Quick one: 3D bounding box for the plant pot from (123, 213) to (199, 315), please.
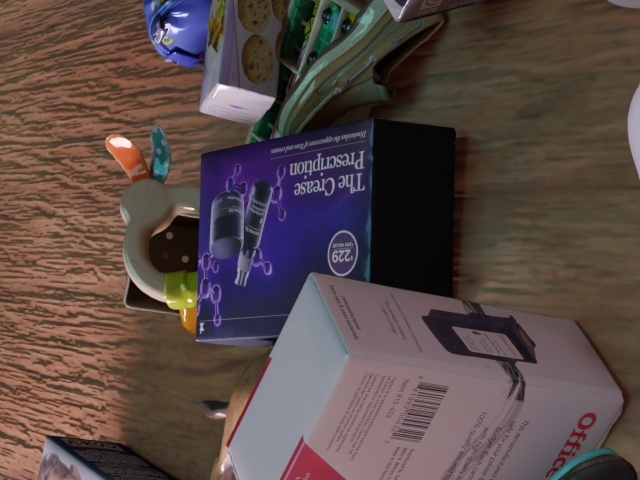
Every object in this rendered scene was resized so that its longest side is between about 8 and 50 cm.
[{"bbox_3d":[-0.159,0.021,1.863,0.096,0.109,0.109,-160,81,-74],"label":"plant pot"}]

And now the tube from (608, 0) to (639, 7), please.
[{"bbox_3d":[0.242,-0.295,1.284,0.062,0.070,0.240,104,171,-75],"label":"tube"}]

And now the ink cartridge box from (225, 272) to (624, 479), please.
[{"bbox_3d":[0.076,0.135,1.268,0.172,0.237,0.100,-64,30,28],"label":"ink cartridge box"}]

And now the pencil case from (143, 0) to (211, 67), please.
[{"bbox_3d":[-0.156,-0.316,1.931,0.133,0.119,0.306,-44,42,24],"label":"pencil case"}]

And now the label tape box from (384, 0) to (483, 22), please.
[{"bbox_3d":[0.099,-0.376,1.380,0.240,0.106,0.333,62,151,22],"label":"label tape box"}]

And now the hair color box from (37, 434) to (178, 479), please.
[{"bbox_3d":[-0.211,0.337,1.851,0.347,0.105,0.173,16,95,61],"label":"hair color box"}]

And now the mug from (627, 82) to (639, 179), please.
[{"bbox_3d":[0.362,0.036,0.803,0.374,0.276,0.328,-21,65,23],"label":"mug"}]

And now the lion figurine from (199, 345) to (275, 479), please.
[{"bbox_3d":[-0.019,0.206,1.497,0.392,0.142,0.240,57,145,41],"label":"lion figurine"}]

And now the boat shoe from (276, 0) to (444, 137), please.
[{"bbox_3d":[0.037,-0.150,1.565,0.072,0.068,0.190,47,111,17],"label":"boat shoe"}]

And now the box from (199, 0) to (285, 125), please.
[{"bbox_3d":[-0.073,-0.274,1.777,0.063,0.067,0.324,134,146,-56],"label":"box"}]

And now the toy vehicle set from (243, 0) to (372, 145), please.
[{"bbox_3d":[-0.014,-0.118,1.707,0.166,0.035,0.266,43,119,56],"label":"toy vehicle set"}]

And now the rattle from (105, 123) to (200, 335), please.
[{"bbox_3d":[-0.149,-0.011,1.795,0.130,0.143,0.199,-42,66,9],"label":"rattle"}]

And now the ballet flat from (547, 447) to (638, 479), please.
[{"bbox_3d":[0.166,0.260,1.233,0.096,0.095,0.280,65,147,31],"label":"ballet flat"}]

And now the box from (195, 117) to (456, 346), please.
[{"bbox_3d":[0.000,0.000,1.541,0.261,0.103,0.184,-8,81,52],"label":"box"}]
